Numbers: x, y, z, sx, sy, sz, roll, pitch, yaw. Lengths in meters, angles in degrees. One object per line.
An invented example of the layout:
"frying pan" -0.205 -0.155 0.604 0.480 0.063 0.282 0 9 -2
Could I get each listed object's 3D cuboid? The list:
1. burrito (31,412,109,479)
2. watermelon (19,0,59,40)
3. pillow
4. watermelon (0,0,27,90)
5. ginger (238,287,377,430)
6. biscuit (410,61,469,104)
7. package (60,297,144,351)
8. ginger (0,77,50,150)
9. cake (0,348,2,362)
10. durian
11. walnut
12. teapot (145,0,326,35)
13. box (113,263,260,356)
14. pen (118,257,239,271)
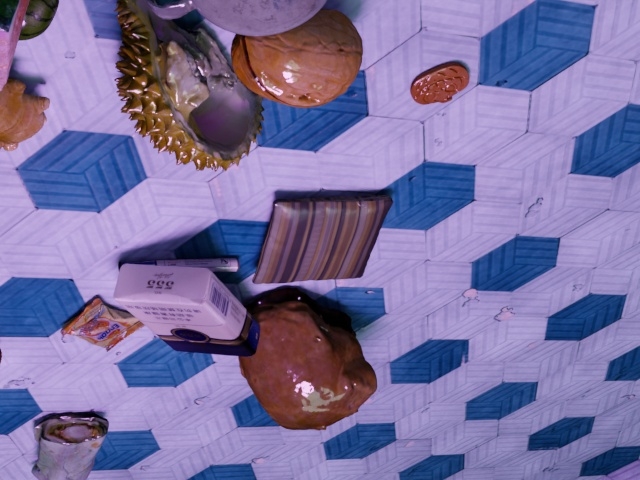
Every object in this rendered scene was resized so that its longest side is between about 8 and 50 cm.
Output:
"burrito" -0.513 0.438 2.186 0.144 0.089 0.229 0 140 -18
"watermelon" -0.360 -0.285 1.254 0.109 0.109 0.109 -11 144 -8
"pillow" 0.000 0.000 1.822 0.212 0.052 0.208 -3 140 -21
"watermelon" -0.431 -0.292 1.135 0.292 0.222 0.319 13 172 -7
"ginger" -0.037 0.238 1.994 0.200 0.223 0.269 -33 144 28
"biscuit" 0.181 -0.231 1.612 0.091 0.015 0.078 -24 144 11
"package" -0.383 0.151 1.892 0.108 0.031 0.121 -33 142 23
"ginger" -0.424 -0.177 1.392 0.115 0.081 0.205 14 155 12
"cake" -0.667 0.219 1.866 0.246 0.135 0.112 -5 146 39
"durian" -0.181 -0.197 1.410 0.166 0.172 0.306 -45 133 -2
"walnut" -0.034 -0.242 1.412 0.180 0.144 0.144 3 141 -39
"teapot" -0.074 -0.339 1.274 0.294 0.129 0.193 -18 143 6
"box" -0.220 0.122 1.818 0.168 0.071 0.259 2 154 19
"pen" -0.238 0.043 1.811 0.204 0.025 0.025 -1 142 -19
